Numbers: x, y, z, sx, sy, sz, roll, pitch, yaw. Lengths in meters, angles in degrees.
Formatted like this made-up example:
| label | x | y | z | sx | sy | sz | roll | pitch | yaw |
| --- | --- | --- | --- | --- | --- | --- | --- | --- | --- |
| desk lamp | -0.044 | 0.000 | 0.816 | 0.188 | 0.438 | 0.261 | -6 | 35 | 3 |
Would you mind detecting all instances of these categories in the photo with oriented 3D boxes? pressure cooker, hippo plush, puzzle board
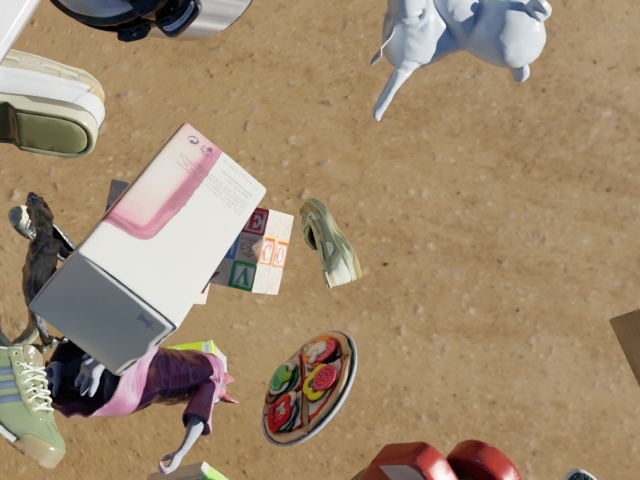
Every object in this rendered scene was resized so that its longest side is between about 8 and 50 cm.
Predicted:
| label | x | y | z | sx | sy | sz | roll | pitch | yaw |
| --- | --- | --- | --- | --- | --- | --- | --- | --- | --- |
| pressure cooker | -0.332 | -0.559 | 1.600 | 0.369 | 0.420 | 0.376 | 12 | 103 | 22 |
| hippo plush | 0.212 | -0.346 | 1.239 | 0.236 | 0.234 | 0.294 | 7 | 54 | 10 |
| puzzle board | 0.514 | 0.169 | 1.337 | 0.011 | 0.096 | 0.128 | -18 | 81 | -35 |

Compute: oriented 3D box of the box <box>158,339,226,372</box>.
| label | x | y | z | sx | sy | sz | roll | pitch | yaw |
| --- | --- | --- | --- | --- | --- | --- | --- | --- | --- |
| box | -0.251 | 0.241 | 1.708 | 0.108 | 0.178 | 0.043 | -8 | 71 | 1 |

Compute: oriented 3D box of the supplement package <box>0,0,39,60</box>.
| label | x | y | z | sx | sy | sz | roll | pitch | yaw |
| --- | --- | --- | --- | --- | --- | --- | --- | --- | --- |
| supplement package | -0.232 | -0.147 | 0.424 | 0.175 | 0.293 | 0.178 | 31 | 74 | -23 |

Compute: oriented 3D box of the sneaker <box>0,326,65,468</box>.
| label | x | y | z | sx | sy | sz | roll | pitch | yaw |
| --- | --- | --- | --- | --- | --- | --- | --- | --- | --- |
| sneaker | -0.325 | 0.149 | 0.916 | 0.192 | 0.064 | 0.086 | 37 | 84 | 21 |

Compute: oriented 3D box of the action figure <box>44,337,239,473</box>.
| label | x | y | z | sx | sy | sz | roll | pitch | yaw |
| --- | --- | --- | --- | --- | --- | --- | --- | --- | --- |
| action figure | -0.274 | 0.211 | 1.419 | 0.370 | 0.248 | 0.276 | 12 | 104 | -47 |

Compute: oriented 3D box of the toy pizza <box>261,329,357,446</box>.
| label | x | y | z | sx | sy | sz | roll | pitch | yaw |
| --- | --- | --- | --- | --- | --- | --- | --- | --- | --- |
| toy pizza | -0.025 | 0.217 | 1.305 | 0.032 | 0.201 | 0.201 | 40 | 77 | -25 |

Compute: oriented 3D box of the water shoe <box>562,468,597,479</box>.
| label | x | y | z | sx | sy | sz | roll | pitch | yaw |
| --- | --- | --- | --- | --- | --- | --- | --- | --- | --- |
| water shoe | 0.443 | 0.453 | 1.365 | 0.073 | 0.080 | 0.203 | -33 | 84 | -1 |

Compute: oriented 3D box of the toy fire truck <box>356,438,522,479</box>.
| label | x | y | z | sx | sy | sz | roll | pitch | yaw |
| --- | --- | --- | --- | --- | --- | --- | --- | --- | --- |
| toy fire truck | 0.148 | 0.391 | 1.090 | 0.169 | 0.254 | 0.302 | -40 | 100 | -37 |

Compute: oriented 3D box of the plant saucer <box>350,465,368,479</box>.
| label | x | y | z | sx | sy | sz | roll | pitch | yaw |
| --- | --- | --- | --- | --- | --- | --- | --- | --- | --- |
| plant saucer | 0.167 | 0.516 | 1.649 | 0.277 | 0.278 | 0.041 | -18 | 126 | -21 |

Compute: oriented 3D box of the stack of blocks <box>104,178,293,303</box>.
| label | x | y | z | sx | sy | sz | roll | pitch | yaw |
| --- | --- | --- | --- | --- | --- | --- | --- | --- | --- |
| stack of blocks | -0.207 | 0.013 | 1.370 | 0.087 | 0.297 | 0.171 | 13 | 88 | -66 |

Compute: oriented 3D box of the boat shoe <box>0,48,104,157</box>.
| label | x | y | z | sx | sy | sz | roll | pitch | yaw |
| --- | --- | --- | --- | --- | --- | --- | --- | --- | --- |
| boat shoe | -0.422 | -0.189 | 1.071 | 0.302 | 0.113 | 0.103 | 15 | 50 | -13 |

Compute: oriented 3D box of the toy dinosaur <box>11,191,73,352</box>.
| label | x | y | z | sx | sy | sz | roll | pitch | yaw |
| --- | --- | --- | --- | --- | --- | --- | --- | --- | --- |
| toy dinosaur | -0.348 | 0.070 | 1.089 | 0.064 | 0.118 | 0.268 | -11 | 130 | -46 |

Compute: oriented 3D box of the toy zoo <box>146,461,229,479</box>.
| label | x | y | z | sx | sy | sz | roll | pitch | yaw |
| --- | --- | --- | --- | --- | --- | --- | --- | --- | --- |
| toy zoo | -0.186 | 0.539 | 1.712 | 0.293 | 0.192 | 0.030 | 42 | 48 | -23 |

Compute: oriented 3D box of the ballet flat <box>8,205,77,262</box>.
| label | x | y | z | sx | sy | sz | roll | pitch | yaw |
| --- | --- | --- | --- | --- | --- | --- | --- | --- | --- |
| ballet flat | -0.503 | -0.012 | 1.589 | 0.173 | 0.049 | 0.058 | 45 | 69 | -44 |

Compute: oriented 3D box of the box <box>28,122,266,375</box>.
| label | x | y | z | sx | sy | sz | roll | pitch | yaw |
| --- | --- | --- | --- | --- | --- | --- | --- | --- | --- |
| box | -0.186 | 0.007 | 0.949 | 0.127 | 0.148 | 0.232 | 41 | 44 | -12 |

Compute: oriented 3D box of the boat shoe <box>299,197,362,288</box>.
| label | x | y | z | sx | sy | sz | roll | pitch | yaw |
| --- | --- | --- | --- | --- | --- | --- | --- | --- | --- |
| boat shoe | 0.001 | 0.002 | 1.033 | 0.048 | 0.153 | 0.056 | -24 | 133 | -8 |
